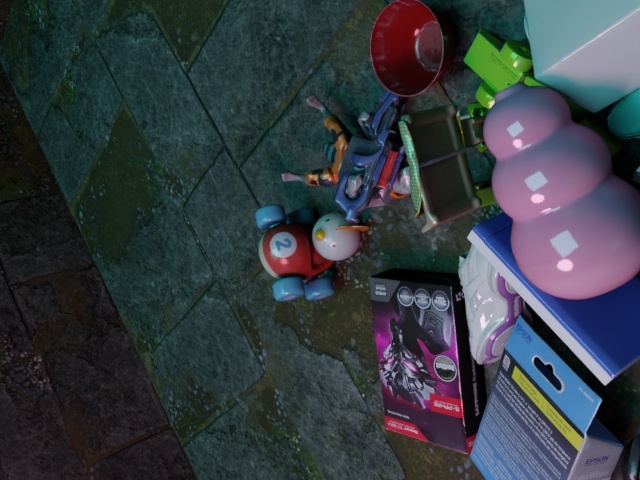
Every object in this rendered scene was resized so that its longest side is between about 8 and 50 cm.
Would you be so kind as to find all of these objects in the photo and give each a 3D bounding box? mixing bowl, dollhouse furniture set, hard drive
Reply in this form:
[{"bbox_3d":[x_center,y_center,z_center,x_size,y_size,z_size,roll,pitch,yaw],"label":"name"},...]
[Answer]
[{"bbox_3d":[0.193,-0.373,1.428,0.181,0.098,0.181,17,114,43],"label":"mixing bowl"},{"bbox_3d":[0.208,-0.133,1.334,0.151,0.301,0.198,-11,96,46],"label":"dollhouse furniture set"},{"bbox_3d":[0.424,0.066,1.232,0.319,0.210,0.040,51,143,24],"label":"hard drive"}]

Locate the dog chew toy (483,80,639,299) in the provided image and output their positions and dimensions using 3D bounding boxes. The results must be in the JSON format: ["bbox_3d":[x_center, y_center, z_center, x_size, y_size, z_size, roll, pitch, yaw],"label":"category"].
[{"bbox_3d":[0.354,-0.081,1.112,0.206,0.206,0.332,-24,96,48],"label":"dog chew toy"}]

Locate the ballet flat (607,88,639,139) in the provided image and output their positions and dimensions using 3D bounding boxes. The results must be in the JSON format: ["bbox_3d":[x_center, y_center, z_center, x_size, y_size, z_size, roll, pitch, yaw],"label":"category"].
[{"bbox_3d":[0.541,-0.239,1.109,0.091,0.077,0.241,55,137,11],"label":"ballet flat"}]

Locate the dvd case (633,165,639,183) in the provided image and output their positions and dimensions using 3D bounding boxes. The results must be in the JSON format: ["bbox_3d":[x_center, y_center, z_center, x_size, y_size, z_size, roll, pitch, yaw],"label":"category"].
[{"bbox_3d":[0.579,-0.129,1.002,0.180,0.253,0.022,36,164,35],"label":"dvd case"}]

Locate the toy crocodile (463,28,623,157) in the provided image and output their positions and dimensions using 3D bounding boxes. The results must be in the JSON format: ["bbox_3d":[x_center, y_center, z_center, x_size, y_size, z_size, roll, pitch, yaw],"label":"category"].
[{"bbox_3d":[0.376,-0.252,1.275,0.340,0.105,0.115,50,134,33],"label":"toy crocodile"}]

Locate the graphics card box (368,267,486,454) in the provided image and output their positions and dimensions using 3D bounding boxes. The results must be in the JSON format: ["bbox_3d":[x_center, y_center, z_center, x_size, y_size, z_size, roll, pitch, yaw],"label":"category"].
[{"bbox_3d":[0.233,0.252,1.591,0.232,0.094,0.371,5,105,47],"label":"graphics card box"}]

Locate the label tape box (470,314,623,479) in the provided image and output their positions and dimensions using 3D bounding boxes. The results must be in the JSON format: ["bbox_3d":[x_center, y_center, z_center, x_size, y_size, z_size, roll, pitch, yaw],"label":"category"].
[{"bbox_3d":[0.417,0.344,1.347,0.249,0.115,0.348,-126,42,-55],"label":"label tape box"}]

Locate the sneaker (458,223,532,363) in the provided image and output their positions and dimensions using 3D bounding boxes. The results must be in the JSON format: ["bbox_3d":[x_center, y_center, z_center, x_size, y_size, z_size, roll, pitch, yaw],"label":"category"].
[{"bbox_3d":[0.329,0.103,1.413,0.152,0.114,0.305,-129,31,-48],"label":"sneaker"}]

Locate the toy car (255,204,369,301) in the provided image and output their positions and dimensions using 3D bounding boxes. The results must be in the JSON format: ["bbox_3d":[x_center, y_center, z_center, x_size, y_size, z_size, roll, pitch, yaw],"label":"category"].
[{"bbox_3d":[0.000,0.000,1.700,0.238,0.210,0.219,-27,70,36],"label":"toy car"}]

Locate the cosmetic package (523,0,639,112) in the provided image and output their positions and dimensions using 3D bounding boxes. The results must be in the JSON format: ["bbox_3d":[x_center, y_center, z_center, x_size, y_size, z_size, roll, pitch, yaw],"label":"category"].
[{"bbox_3d":[0.477,-0.374,1.023,0.385,0.156,0.217,-32,48,50],"label":"cosmetic package"}]

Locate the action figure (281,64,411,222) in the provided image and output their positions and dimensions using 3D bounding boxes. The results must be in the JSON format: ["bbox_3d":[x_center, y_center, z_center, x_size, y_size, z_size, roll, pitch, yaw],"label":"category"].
[{"bbox_3d":[0.102,-0.205,1.584,0.330,0.178,0.341,28,92,32],"label":"action figure"}]

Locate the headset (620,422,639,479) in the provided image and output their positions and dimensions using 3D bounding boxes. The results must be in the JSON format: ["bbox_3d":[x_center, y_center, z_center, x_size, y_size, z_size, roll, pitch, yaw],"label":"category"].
[{"bbox_3d":[0.612,0.417,1.232,0.243,0.185,0.394,42,115,26],"label":"headset"}]
